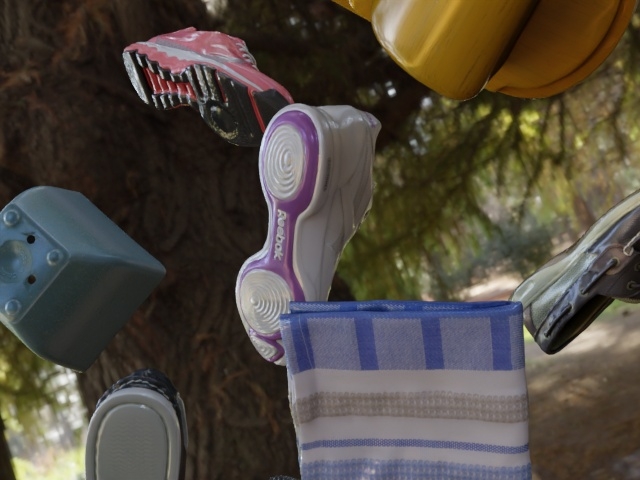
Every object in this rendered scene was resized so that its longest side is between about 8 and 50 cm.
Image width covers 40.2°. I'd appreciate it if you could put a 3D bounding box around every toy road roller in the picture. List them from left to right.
[{"bbox_3d":[0.093,-0.243,0.690,0.240,0.329,0.202,-47,-13,-56],"label":"toy road roller"}]

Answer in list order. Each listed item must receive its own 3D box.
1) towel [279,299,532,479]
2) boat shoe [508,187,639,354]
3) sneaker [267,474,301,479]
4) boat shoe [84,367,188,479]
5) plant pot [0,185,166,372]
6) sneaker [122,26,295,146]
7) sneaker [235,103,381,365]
[{"bbox_3d":[0.076,0.184,0.757,0.209,0.285,0.034,-1,20,12],"label":"towel"},{"bbox_3d":[0.257,0.023,0.753,0.080,0.073,0.223,-4,-31,-41],"label":"boat shoe"},{"bbox_3d":[-0.057,0.451,1.282,0.125,0.104,0.262,15,-65,-20],"label":"sneaker"},{"bbox_3d":[-0.174,0.269,0.811,0.114,0.303,0.091,14,10,-3],"label":"boat shoe"},{"bbox_3d":[-0.462,0.053,1.489,0.247,0.248,0.252,-50,-13,-2],"label":"plant pot"},{"bbox_3d":[-0.130,-0.230,1.172,0.136,0.314,0.116,-41,-41,-27],"label":"sneaker"},{"bbox_3d":[0.000,0.000,0.939,0.152,0.114,0.305,-17,-51,-46],"label":"sneaker"}]
